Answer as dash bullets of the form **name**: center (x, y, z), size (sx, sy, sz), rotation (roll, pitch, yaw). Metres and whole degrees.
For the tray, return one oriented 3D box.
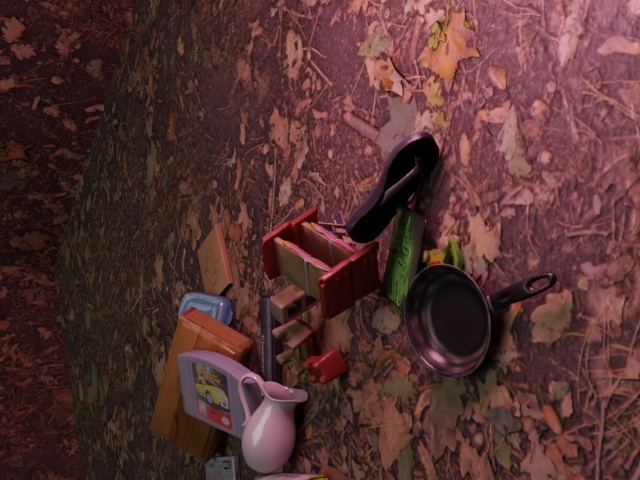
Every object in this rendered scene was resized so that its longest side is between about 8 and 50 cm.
- **tray**: center (-0.339, 0.408, 2.141), size (0.203, 0.076, 0.410), rotation (27, 118, 16)

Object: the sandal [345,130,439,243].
- **sandal**: center (0.143, -0.087, 1.425), size (0.254, 0.097, 0.054), rotation (-58, 40, 27)

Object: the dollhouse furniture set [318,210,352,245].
- **dollhouse furniture set**: center (0.000, 0.000, 1.692), size (0.114, 0.081, 0.091), rotation (-51, 46, 45)

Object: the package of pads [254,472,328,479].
- **package of pads**: center (-0.055, 0.678, 1.728), size (0.229, 0.101, 0.296), rotation (-26, 67, 57)

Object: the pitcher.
- **pitcher**: center (-0.135, 0.429, 1.827), size (0.178, 0.125, 0.207), rotation (23, 107, 25)

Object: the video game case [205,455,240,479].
- **video game case**: center (-0.272, 0.703, 2.164), size (0.201, 0.023, 0.183), rotation (-27, 65, 55)

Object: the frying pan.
- **frying pan**: center (0.250, 0.094, 1.286), size (0.197, 0.053, 0.326), rotation (58, 133, 30)

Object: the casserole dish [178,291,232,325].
- **casserole dish**: center (-0.338, 0.205, 2.203), size (0.189, 0.037, 0.114), rotation (8, 79, 30)

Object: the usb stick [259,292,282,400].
- **usb stick**: center (-0.124, 0.271, 1.919), size (0.077, 0.045, 0.277), rotation (-9, 81, 58)

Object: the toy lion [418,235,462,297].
- **toy lion**: center (0.220, 0.051, 1.376), size (0.100, 0.034, 0.096), rotation (-40, 62, 51)

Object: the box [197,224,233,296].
- **box**: center (-0.313, 0.078, 2.270), size (0.164, 0.021, 0.201), rotation (-49, 48, 46)

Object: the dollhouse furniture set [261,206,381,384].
- **dollhouse furniture set**: center (0.008, 0.141, 1.627), size (0.201, 0.152, 0.374), rotation (33, 141, 38)

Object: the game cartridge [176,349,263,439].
- **game cartridge**: center (-0.263, 0.388, 1.979), size (0.294, 0.060, 0.195), rotation (10, 108, 41)

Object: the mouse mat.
- **mouse mat**: center (0.157, 0.033, 1.464), size (0.152, 0.007, 0.189), rotation (-136, 52, -69)
